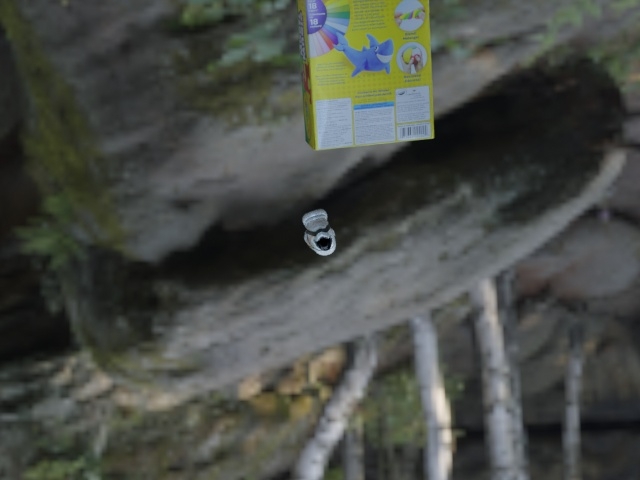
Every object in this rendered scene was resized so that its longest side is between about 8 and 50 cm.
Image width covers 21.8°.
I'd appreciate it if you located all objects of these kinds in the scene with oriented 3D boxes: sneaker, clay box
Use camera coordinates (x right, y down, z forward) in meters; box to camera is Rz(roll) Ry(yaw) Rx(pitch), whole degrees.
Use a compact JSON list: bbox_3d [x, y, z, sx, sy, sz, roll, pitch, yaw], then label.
[{"bbox_3d":[0.000,0.000,2.144,0.040,0.043,0.109,-20,156,2],"label":"sneaker"},{"bbox_3d":[0.043,-0.208,1.665,0.127,0.222,0.053,-6,-164,-11],"label":"clay box"}]
